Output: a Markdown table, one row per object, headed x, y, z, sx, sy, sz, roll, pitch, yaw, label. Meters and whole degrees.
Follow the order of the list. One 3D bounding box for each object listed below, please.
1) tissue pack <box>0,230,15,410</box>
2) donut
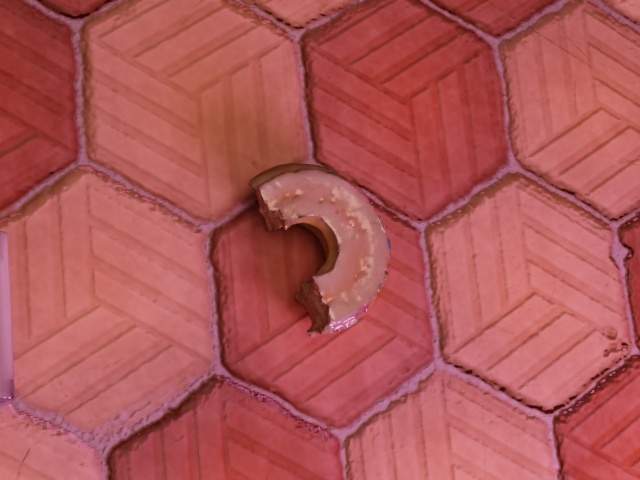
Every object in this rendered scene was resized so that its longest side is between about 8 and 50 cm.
| x | y | z | sx | sy | sz | roll | pitch | yaw | label |
| --- | --- | --- | --- | --- | --- | --- | --- | --- | --- |
| -0.377 | 0.078 | 1.182 | 0.246 | 0.159 | 0.135 | -2 | 78 | -22 | tissue pack |
| 0.005 | 0.001 | 1.399 | 0.108 | 0.065 | 0.166 | -24 | 84 | -25 | donut |
